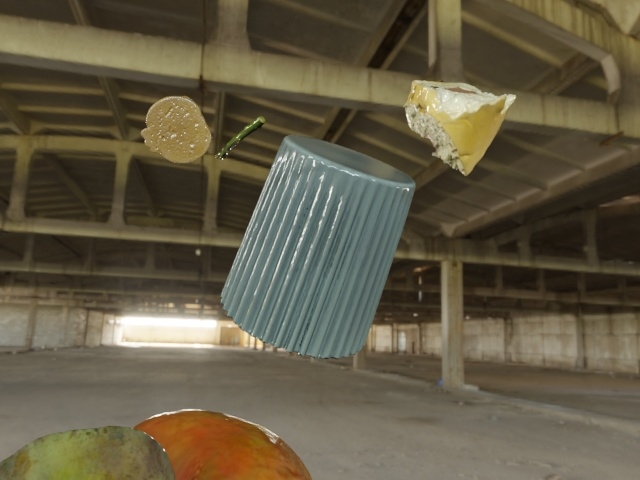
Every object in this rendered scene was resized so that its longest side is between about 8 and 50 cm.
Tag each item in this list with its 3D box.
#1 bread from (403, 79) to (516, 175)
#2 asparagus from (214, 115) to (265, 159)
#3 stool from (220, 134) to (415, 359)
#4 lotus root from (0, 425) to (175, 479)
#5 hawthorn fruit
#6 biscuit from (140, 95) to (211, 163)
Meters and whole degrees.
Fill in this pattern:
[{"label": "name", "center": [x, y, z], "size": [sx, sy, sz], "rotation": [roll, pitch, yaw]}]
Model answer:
[{"label": "bread", "center": [0.310, -0.312, 1.224], "size": [0.184, 0.224, 0.211], "rotation": [36, -7, 36]}, {"label": "asparagus", "center": [-0.123, -0.143, 0.786], "size": [0.016, 0.016, 0.163], "rotation": [-38, 9, -34]}, {"label": "stool", "center": [0.000, 0.000, 1.005], "size": [0.297, 0.330, 0.297], "rotation": [18, 17, -6]}, {"label": "lotus root", "center": [-0.238, 0.287, 0.531], "size": [0.204, 0.183, 0.078], "rotation": [0, 4, -25]}, {"label": "hawthorn fruit", "center": [-0.177, 0.522, 0.908], "size": [0.472, 0.471, 0.472], "rotation": [2, -10, 0]}, {"label": "biscuit", "center": [-0.363, -0.273, 1.354], "size": [0.170, 0.170, 0.050], "rotation": [5, 13, -17]}]
